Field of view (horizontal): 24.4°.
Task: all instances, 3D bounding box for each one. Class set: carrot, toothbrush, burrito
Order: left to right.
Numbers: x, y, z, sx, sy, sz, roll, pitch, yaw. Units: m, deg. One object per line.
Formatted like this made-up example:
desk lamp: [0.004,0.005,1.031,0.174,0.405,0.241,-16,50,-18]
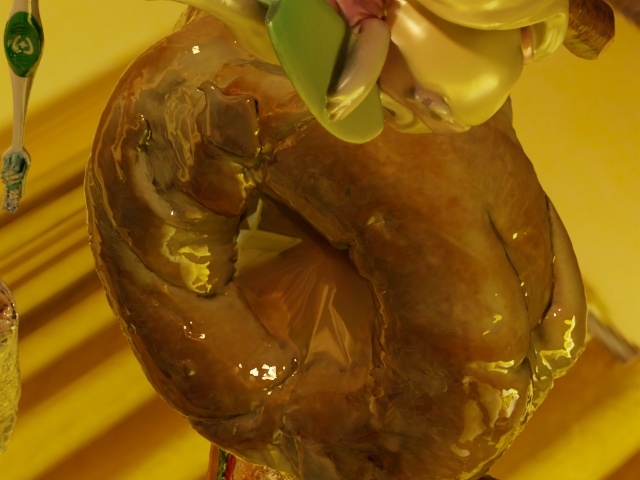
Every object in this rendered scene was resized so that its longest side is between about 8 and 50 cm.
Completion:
burrito: [-0.230,0.079,0.951,0.087,0.060,0.226,35,-33,14]
toothbrush: [-0.206,-0.146,1.032,0.030,0.030,0.304,41,-46,32]
carrot: [0.152,-0.156,0.957,0.042,0.042,0.170,42,11,30]

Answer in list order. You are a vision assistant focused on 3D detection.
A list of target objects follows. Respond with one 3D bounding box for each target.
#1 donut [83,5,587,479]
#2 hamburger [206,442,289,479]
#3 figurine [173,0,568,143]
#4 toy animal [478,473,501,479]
donut: [0.000,0.000,0.975,0.360,0.170,0.360,20,-53,28]
hamburger: [-0.068,0.245,1.656,0.087,0.137,0.166,21,-63,29]
figurine: [0.013,-0.075,0.474,0.083,0.187,0.083,-9,-104,40]
toy animal: [0.130,0.362,1.148,0.168,0.343,0.106,11,-10,40]
